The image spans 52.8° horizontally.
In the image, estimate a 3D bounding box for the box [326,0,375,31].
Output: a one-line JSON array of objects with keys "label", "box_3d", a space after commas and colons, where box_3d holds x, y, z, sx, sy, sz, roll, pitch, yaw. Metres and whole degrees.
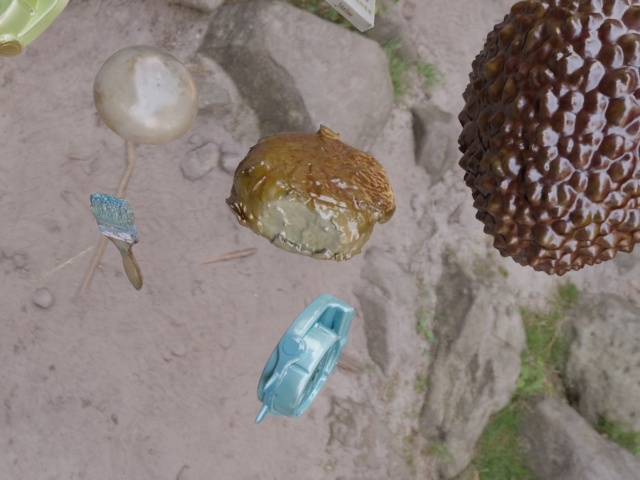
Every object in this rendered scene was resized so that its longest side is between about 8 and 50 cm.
[{"label": "box", "box_3d": [0.036, -0.353, 0.804, 0.090, 0.024, 0.166, 26, 60, -42]}]

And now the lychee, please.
[{"label": "lychee", "box_3d": [0.238, -0.093, 0.601, 0.271, 0.271, 0.271, -1, 91, -33]}]

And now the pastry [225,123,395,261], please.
[{"label": "pastry", "box_3d": [-0.014, -0.066, 0.872, 0.229, 0.218, 0.100, -2, 134, -27]}]

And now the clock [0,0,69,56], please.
[{"label": "clock", "box_3d": [-0.687, -0.489, 1.332, 0.235, 0.096, 0.308, 37, 85, 12]}]

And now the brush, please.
[{"label": "brush", "box_3d": [-0.286, 0.009, 0.945, 0.196, 0.070, 0.021, 88, 24, -47]}]

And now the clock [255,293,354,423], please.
[{"label": "clock", "box_3d": [-0.037, 0.255, 1.301, 0.274, 0.094, 0.223, -47, 158, -47]}]

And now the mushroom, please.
[{"label": "mushroom", "box_3d": [-0.384, -0.315, 1.416, 0.227, 0.178, 0.226, 5, 80, -30]}]
